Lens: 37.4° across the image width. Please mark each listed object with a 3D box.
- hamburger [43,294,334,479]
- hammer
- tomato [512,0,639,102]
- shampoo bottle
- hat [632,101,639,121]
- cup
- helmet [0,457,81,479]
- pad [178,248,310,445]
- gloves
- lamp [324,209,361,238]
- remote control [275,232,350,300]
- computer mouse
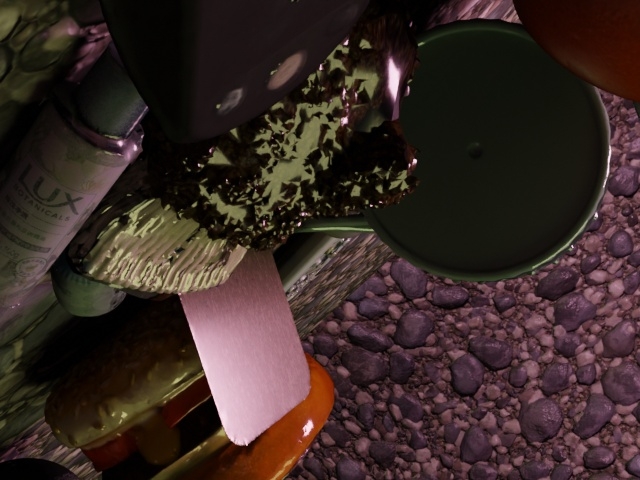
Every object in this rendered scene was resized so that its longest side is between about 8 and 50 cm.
[{"bbox_3d":[-0.161,0.192,1.171,0.330,0.250,0.330,-37,-170,8],"label":"hamburger"},{"bbox_3d":[-0.163,-0.016,0.858,0.194,0.069,0.116,-46,174,-25],"label":"hammer"},{"bbox_3d":[0.298,-0.273,0.785,0.321,0.321,0.321,-40,171,-7],"label":"tomato"},{"bbox_3d":[-0.177,-0.042,0.631,0.214,0.072,0.072,-46,170,29],"label":"shampoo bottle"},{"bbox_3d":[0.329,-0.236,1.021,0.167,0.302,0.258,1,155,-16],"label":"hat"},{"bbox_3d":[0.158,-0.067,1.115,0.401,0.310,0.392,-42,173,11],"label":"cup"},{"bbox_3d":[-0.445,0.399,1.329,0.230,0.160,0.279,-42,159,5],"label":"helmet"},{"bbox_3d":[-0.087,0.071,1.012,0.002,0.266,0.176,-13,-172,32],"label":"pad"},{"bbox_3d":[-0.044,-0.073,0.732,0.210,0.135,0.312,29,110,-34],"label":"gloves"},{"bbox_3d":[0.034,-0.054,1.359,0.105,0.105,0.105,-40,171,-7],"label":"lamp"},{"bbox_3d":[0.000,0.000,1.603,0.335,0.065,0.128,-46,172,28],"label":"remote control"},{"bbox_3d":[-0.041,-0.168,0.488,0.170,0.100,0.269,-42,168,-25],"label":"computer mouse"}]
